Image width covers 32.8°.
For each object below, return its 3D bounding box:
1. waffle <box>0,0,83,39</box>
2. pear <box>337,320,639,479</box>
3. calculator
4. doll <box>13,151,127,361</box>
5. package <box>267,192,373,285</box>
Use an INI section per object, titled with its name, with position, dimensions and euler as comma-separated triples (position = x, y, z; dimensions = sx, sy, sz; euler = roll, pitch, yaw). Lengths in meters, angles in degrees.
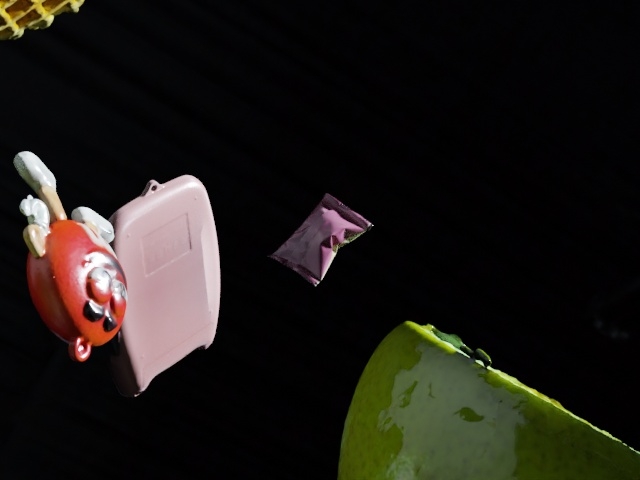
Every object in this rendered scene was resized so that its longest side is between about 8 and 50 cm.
[waffle]
position = -0.340, -0.320, 1.294
dimensions = 0.261, 0.056, 0.250
euler = -32, 168, -49
[pear]
position = 0.130, 0.263, 0.877
dimensions = 0.318, 0.342, 0.238
euler = -62, 158, 3
[calculator]
position = -0.223, 0.062, 1.534
dimensions = 0.220, 0.048, 0.330
euler = -33, 135, -39
[doll]
position = -0.255, 0.022, 1.125
dimensions = 0.085, 0.183, 0.217
euler = -26, -134, 12
[package]
position = 0.000, 0.000, 0.970
dimensions = 0.083, 0.059, 0.029
euler = -46, 150, -21
